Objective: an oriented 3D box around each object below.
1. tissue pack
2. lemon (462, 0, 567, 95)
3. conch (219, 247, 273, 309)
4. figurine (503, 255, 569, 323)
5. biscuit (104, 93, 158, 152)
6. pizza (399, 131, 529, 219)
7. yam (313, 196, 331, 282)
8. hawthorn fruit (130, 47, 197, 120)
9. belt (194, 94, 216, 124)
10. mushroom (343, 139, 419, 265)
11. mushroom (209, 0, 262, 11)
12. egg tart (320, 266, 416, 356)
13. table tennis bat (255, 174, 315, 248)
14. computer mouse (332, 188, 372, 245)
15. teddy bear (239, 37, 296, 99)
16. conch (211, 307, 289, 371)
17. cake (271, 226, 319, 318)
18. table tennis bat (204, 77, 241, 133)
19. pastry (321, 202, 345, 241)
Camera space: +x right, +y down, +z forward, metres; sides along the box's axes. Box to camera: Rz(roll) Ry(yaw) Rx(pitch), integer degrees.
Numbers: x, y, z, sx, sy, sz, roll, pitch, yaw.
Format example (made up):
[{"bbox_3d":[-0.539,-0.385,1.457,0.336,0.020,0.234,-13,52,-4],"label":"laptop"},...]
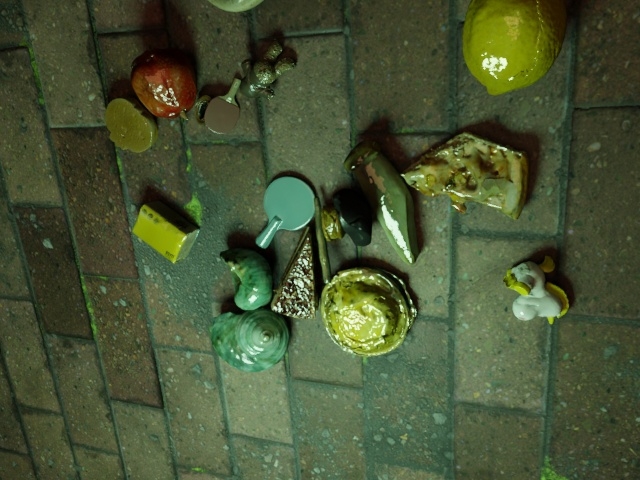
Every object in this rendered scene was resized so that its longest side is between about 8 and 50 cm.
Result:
[{"bbox_3d":[-0.465,-0.026,1.640,0.169,0.082,0.120,35,119,6],"label":"tissue pack"},{"bbox_3d":[0.387,-0.423,1.098,0.204,0.204,0.260,13,114,17],"label":"lemon"},{"bbox_3d":[-0.205,0.112,1.568,0.176,0.122,0.188,7,113,48],"label":"conch"},{"bbox_3d":[0.521,0.132,1.312,0.130,0.109,0.178,-22,104,4],"label":"figurine"},{"bbox_3d":[-0.546,-0.332,1.583,0.170,0.050,0.170,12,120,21],"label":"biscuit"},{"bbox_3d":[0.339,-0.156,1.285,0.297,0.071,0.189,17,115,16],"label":"pizza"},{"bbox_3d":[0.002,0.000,1.453,0.029,0.027,0.234,-4,97,41],"label":"yam"},{"bbox_3d":[-0.413,-0.415,1.438,0.174,0.173,0.179,15,112,16],"label":"hawthorn fruit"},{"bbox_3d":[-0.310,-0.356,1.487,0.059,0.036,0.083,35,117,14],"label":"belt"},{"bbox_3d":[0.175,-0.096,1.365,0.107,0.087,0.333,-27,101,29],"label":"mushroom"},{"bbox_3d":[-0.205,-0.651,1.261,0.227,0.178,0.226,7,104,27],"label":"mushroom"},{"bbox_3d":[0.119,0.205,1.482,0.291,0.107,0.290,7,112,19],"label":"egg tart"},{"bbox_3d":[-0.106,-0.072,1.512,0.149,0.038,0.237,38,113,3],"label":"table tennis bat"},{"bbox_3d":[0.089,-0.062,1.343,0.074,0.217,0.122,-17,73,9],"label":"computer mouse"},{"bbox_3d":[-0.145,-0.419,1.376,0.160,0.078,0.119,-38,96,27],"label":"teddy bear"},{"bbox_3d":[-0.198,0.285,1.604,0.220,0.195,0.277,48,157,-14],"label":"conch"},{"bbox_3d":[-0.029,0.095,1.500,0.135,0.112,0.246,24,104,-10],"label":"cake"},{"bbox_3d":[-0.252,-0.360,1.458,0.087,0.013,0.156,22,108,-18],"label":"table tennis bat"},{"bbox_3d":[0.036,-0.049,1.428,0.057,0.109,0.097,-8,62,13],"label":"pastry"}]
